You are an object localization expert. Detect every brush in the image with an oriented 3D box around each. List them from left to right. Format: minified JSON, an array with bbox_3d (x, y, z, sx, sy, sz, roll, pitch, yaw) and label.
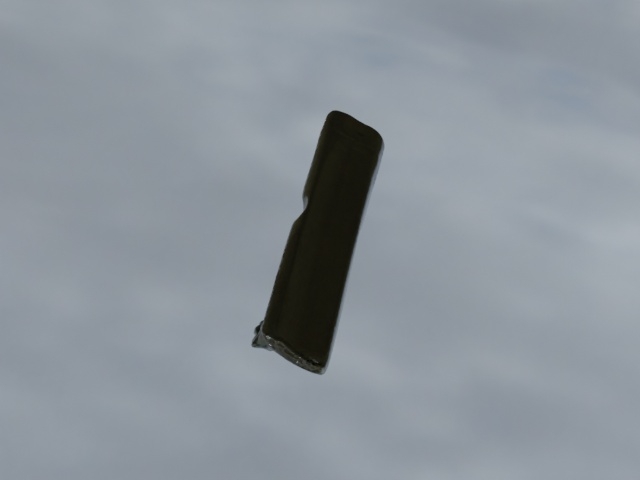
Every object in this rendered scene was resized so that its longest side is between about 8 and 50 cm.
[{"bbox_3d":[0.000,0.000,0.695,0.034,0.027,0.190,30,-146,-10],"label":"brush"}]
